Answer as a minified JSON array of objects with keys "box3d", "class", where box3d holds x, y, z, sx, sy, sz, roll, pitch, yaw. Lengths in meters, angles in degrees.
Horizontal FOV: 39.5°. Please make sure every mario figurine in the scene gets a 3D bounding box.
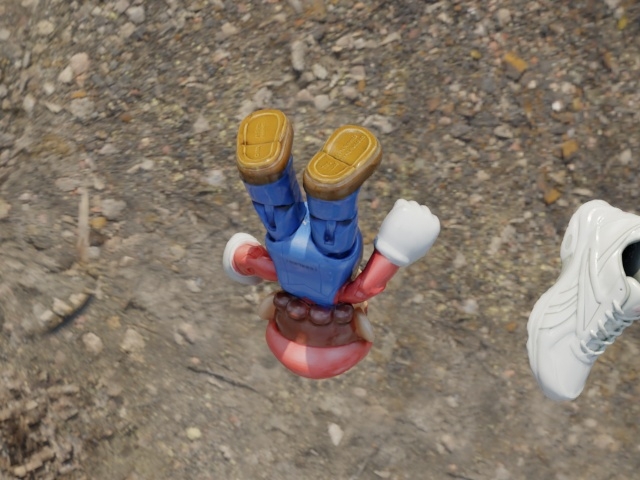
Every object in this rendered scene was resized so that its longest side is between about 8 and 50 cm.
[{"box3d":[0.000,0.000,0.902,0.170,0.198,0.320,-28,143,-20],"class":"mario figurine"}]

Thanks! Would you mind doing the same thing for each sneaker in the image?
[{"box3d":[0.306,0.072,0.976,0.090,0.115,0.232,15,93,-37],"class":"sneaker"}]
